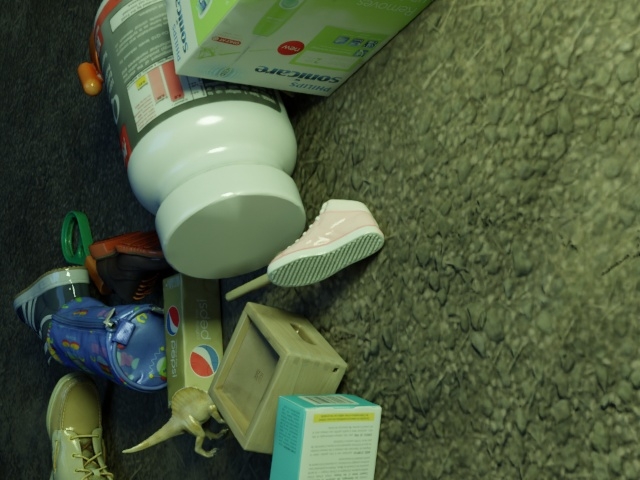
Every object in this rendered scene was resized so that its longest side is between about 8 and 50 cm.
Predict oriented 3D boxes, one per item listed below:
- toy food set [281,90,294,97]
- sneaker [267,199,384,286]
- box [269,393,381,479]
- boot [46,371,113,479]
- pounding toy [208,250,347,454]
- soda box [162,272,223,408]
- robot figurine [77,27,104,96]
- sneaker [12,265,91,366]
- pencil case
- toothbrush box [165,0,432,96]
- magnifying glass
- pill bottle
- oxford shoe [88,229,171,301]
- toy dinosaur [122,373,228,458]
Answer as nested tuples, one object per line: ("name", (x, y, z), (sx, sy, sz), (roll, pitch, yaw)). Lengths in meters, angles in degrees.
("toy food set", (-0.044, -0.240, 1.316), (0.019, 0.078, 0.122), (-14, 72, 27))
("sneaker", (0.000, 0.000, 1.196), (0.134, 0.051, 0.070), (-23, 49, 6))
("box", (-0.002, 0.292, 1.168), (0.060, 0.100, 0.244), (12, 97, 58))
("boot", (-0.363, 0.357, 1.711), (0.203, 0.095, 0.262), (20, 105, 56))
("pounding toy", (-0.043, 0.116, 1.265), (0.181, 0.094, 0.206), (44, 113, 55))
("soda box", (-0.173, 0.136, 1.476), (0.058, 0.061, 0.181), (-19, 71, 55))
("robot figurine", (-0.272, -0.274, 1.587), (0.219, 0.158, 0.128), (-142, 55, -67))
("sneaker", (-0.460, 0.152, 1.877), (0.282, 0.099, 0.153), (-32, 68, 57))
("pencil case", (-0.312, 0.149, 1.618), (0.306, 0.133, 0.119), (0, 53, 58))
("toothbrush box", (-0.011, -0.281, 1.145), (0.283, 0.206, 0.122), (-34, 60, 49))
("magnifying glass", (-0.407, 0.025, 1.880), (0.231, 0.026, 0.092), (47, 125, 50))
("pill bottle", (-0.148, -0.150, 1.334), (0.210, 0.210, 0.363), (-51, 47, 41))
("oxford shoe", (-0.260, 0.038, 1.613), (0.271, 0.097, 0.098), (-2, 104, 61))
("toy dinosaur", (-0.164, 0.236, 1.414), (0.183, 0.092, 0.053), (-40, 14, 10))
